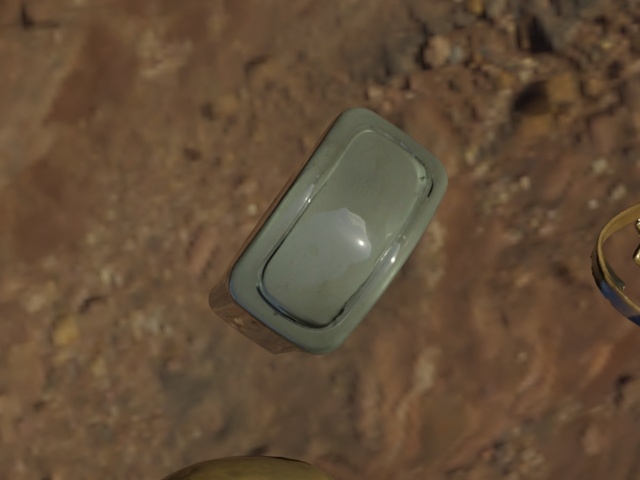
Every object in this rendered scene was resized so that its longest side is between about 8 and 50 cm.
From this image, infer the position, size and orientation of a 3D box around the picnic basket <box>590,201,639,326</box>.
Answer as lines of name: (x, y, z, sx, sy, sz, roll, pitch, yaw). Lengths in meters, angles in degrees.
picnic basket: (0.280, 0.011, 1.441, 0.128, 0.178, 0.138, 47, 141, 33)

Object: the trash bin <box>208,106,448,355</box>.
trash bin: (0.000, 0.000, 1.484, 0.101, 0.177, 0.236, 34, 168, -6)

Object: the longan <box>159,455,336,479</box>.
longan: (-0.034, 0.130, 0.696, 0.106, 0.119, 0.106, 171, 90, -68)
